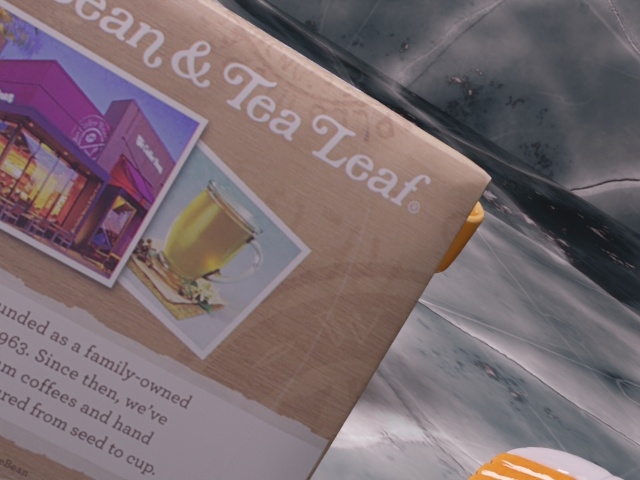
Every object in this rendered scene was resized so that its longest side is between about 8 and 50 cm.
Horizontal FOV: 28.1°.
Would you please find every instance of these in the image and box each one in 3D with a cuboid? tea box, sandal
[{"bbox_3d":[-0.146,-0.042,0.633,0.329,0.220,0.323,30,2,-14],"label":"tea box"},{"bbox_3d":[0.119,0.218,0.870,0.102,0.076,0.265,27,30,36],"label":"sandal"}]

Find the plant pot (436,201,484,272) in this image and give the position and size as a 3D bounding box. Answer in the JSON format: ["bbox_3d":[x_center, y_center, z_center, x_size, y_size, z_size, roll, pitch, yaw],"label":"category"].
[{"bbox_3d":[0.000,0.000,1.060,0.205,0.188,0.205,30,15,-9],"label":"plant pot"}]
